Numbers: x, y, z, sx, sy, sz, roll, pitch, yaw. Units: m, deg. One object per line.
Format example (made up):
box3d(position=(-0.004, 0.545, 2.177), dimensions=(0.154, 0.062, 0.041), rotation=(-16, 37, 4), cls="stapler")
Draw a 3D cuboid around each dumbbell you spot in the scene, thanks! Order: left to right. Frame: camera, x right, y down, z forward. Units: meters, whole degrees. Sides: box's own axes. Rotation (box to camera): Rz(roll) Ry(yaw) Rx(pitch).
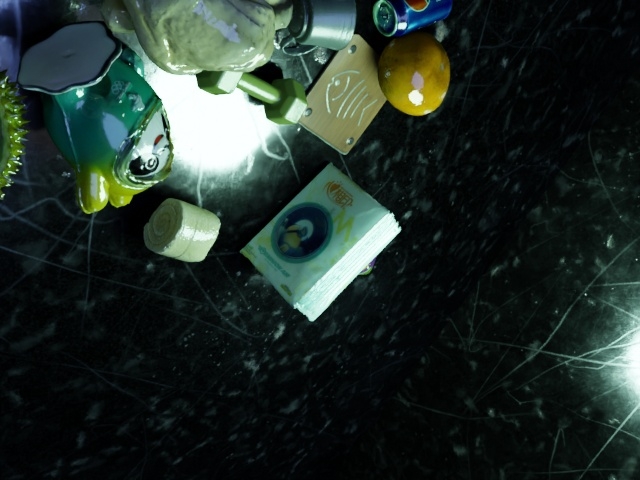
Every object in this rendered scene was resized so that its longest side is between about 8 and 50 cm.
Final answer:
box3d(position=(-0.158, -0.365, 1.420), dimensions=(0.302, 0.121, 0.108), rotation=(13, 85, -50), cls="dumbbell")

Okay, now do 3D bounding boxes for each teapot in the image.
box3d(position=(-0.023, -0.515, 1.394), dimensions=(0.149, 0.162, 0.239), rotation=(-13, 163, -27), cls="teapot")

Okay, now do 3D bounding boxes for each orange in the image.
box3d(position=(0.256, -0.466, 1.673), dimensions=(0.240, 0.171, 0.240), rotation=(-9, 102, -53), cls="orange")

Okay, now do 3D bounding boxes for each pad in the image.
box3d(position=(0.080, -0.407, 1.704), dimensions=(0.286, 0.018, 0.284), rotation=(-55, 143, 8), cls="pad")

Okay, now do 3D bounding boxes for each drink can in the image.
box3d(position=(0.244, -0.615, 1.583), dimensions=(0.205, 0.118, 0.118), rotation=(-29, 141, -23), cls="drink can")

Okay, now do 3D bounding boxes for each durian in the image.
box3d(position=(-0.637, -0.166, 1.091), dimensions=(0.170, 0.157, 0.355), rotation=(18, 111, -34), cls="durian")

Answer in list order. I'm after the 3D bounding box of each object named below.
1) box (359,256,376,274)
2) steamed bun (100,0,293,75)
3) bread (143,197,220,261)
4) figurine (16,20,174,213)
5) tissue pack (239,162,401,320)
box3d(position=(0.047, 0.052, 2.042), dimensions=(0.346, 0.097, 0.134), rotation=(1, 115, -46), cls="box")
box3d(position=(-0.228, -0.438, 1.106), dimensions=(0.325, 0.372, 0.230), rotation=(31, 130, -17), cls="steamed bun")
box3d(position=(-0.350, -0.022, 1.533), dimensions=(0.148, 0.134, 0.141), rotation=(-44, 146, 19), cls="bread")
box3d(position=(-0.425, -0.234, 1.189), dimensions=(0.340, 0.232, 0.323), rotation=(79, 25, -53), cls="figurine")
box3d(position=(0.000, 0.000, 1.779), dimensions=(0.388, 0.287, 0.162), rotation=(-45, 149, -2), cls="tissue pack")
